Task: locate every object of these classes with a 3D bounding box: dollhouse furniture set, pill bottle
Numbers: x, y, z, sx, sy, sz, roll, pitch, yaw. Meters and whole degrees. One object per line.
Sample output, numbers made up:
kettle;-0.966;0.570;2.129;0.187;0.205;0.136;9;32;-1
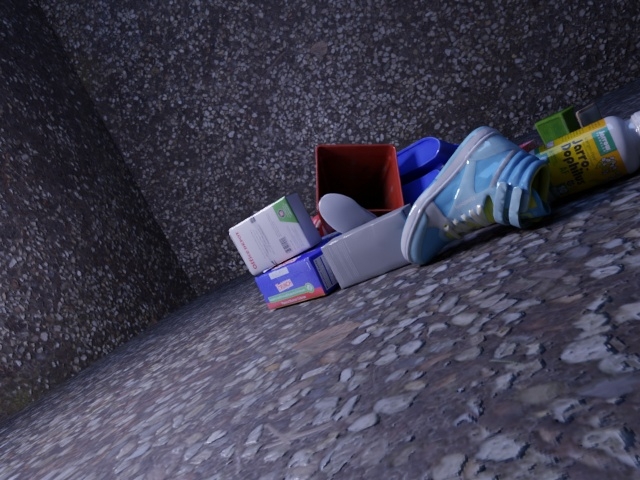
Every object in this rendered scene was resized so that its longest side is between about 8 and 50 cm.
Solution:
dollhouse furniture set;0.685;-0.276;0.924;0.197;0.151;0.301;-28;4;-7
pill bottle;0.527;-0.164;0.793;0.208;0.118;0.117;-23;6;37

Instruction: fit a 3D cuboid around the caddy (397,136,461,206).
caddy;0.370;-0.202;1.423;0.179;0.242;0.341;12;-18;-30

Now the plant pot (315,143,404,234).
plant pot;0.118;-0.145;1.404;0.267;0.267;0.236;0;-30;-1

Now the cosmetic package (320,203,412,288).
cosmetic package;0.136;0.016;1.021;0.237;0.127;0.107;-23;5;27

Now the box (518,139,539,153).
box;0.438;-0.137;0.992;0.256;0.123;0.128;-31;6;-39

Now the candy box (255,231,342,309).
candy box;0.004;0.068;1.252;0.268;0.122;0.317;-21;6;47

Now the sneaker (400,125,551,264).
sneaker;0.307;-0.049;0.805;0.127;0.208;0.319;15;-68;-45

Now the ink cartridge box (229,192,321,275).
ink cartridge box;-0.134;-0.016;1.207;0.219;0.160;0.092;-26;3;25

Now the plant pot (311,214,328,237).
plant pot;0.000;0.000;1.558;0.191;0.191;0.174;-30;1;-37

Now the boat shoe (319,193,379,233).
boat shoe;0.116;-0.045;1.145;0.088;0.267;0.096;171;122;-86

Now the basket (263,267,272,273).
basket;-0.136;0.130;1.467;0.103;0.113;0.167;-24;3;-5
